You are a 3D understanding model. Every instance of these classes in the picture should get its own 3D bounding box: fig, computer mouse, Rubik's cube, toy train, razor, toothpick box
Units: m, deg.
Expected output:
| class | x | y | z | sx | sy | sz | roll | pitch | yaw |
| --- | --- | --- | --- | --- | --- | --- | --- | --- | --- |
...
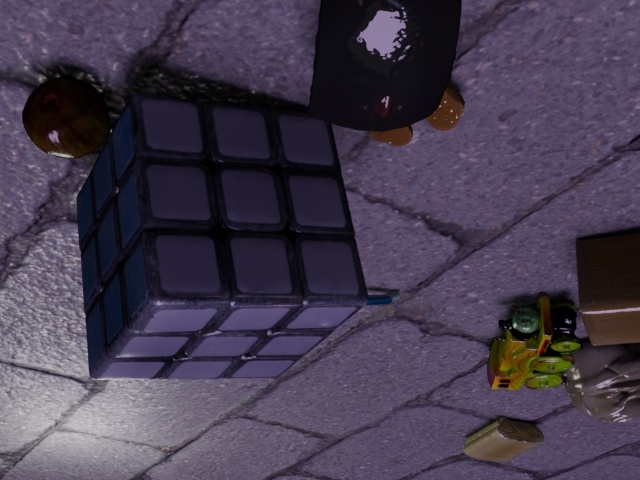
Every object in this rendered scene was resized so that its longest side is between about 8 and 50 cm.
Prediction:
| class | x | y | z | sx | sy | sz | roll | pitch | yaw |
| --- | --- | --- | --- | --- | --- | --- | --- | --- | --- |
| fig | -0.333 | -0.155 | 1.316 | 0.109 | 0.103 | 0.154 | -37 | 156 | -5 |
| computer mouse | 0.077 | -0.234 | 1.138 | 0.170 | 0.100 | 0.269 | 2 | 138 | -4 |
| Rubik's cube | -0.150 | 0.009 | 1.347 | 0.304 | 0.300 | 0.305 | 3 | 152 | -26 |
| toy train | 0.417 | 0.208 | 1.914 | 0.161 | 0.100 | 0.296 | 2 | 149 | 1 |
| razor | 0.054 | 0.102 | 1.802 | 0.191 | 0.037 | 0.068 | 7 | 147 | -11 |
| toothpick box | 0.595 | 0.073 | 1.620 | 0.308 | 0.190 | 0.187 | -7 | 149 | 21 |

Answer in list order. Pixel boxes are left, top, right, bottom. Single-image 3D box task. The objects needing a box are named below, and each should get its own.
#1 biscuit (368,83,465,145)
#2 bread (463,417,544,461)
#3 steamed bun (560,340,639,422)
| class | x | y | z | sx | sy | sz | roll | pitch | yaw |
| --- | --- | --- | --- | --- | --- | --- | --- | --- | --- |
| biscuit | 0.089 | -0.211 | 1.272 | 0.144 | 0.040 | 0.236 | -22 | 136 | 20 |
| bread | 0.458 | 0.505 | 2.451 | 0.140 | 0.060 | 0.178 | 14 | 147 | -19 |
| steamed bun | 0.609 | 0.308 | 2.036 | 0.211 | 0.144 | 0.218 | 2 | 149 | -2 |
